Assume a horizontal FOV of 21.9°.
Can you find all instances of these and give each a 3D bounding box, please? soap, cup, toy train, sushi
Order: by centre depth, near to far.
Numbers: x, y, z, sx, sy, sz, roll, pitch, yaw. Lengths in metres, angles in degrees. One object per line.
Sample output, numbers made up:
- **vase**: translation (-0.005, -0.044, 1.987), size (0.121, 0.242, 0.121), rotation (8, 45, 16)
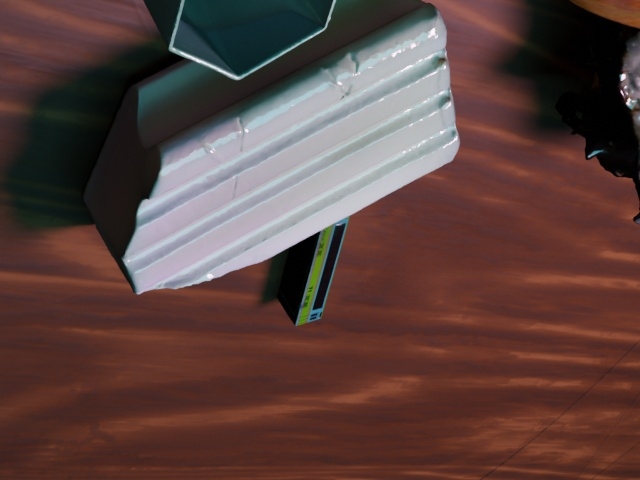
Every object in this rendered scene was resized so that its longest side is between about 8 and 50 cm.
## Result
- **cup**: translation (-0.099, -0.241, 1.189), size (0.148, 0.236, 0.134), rotation (-31, 146, -11)
- **soap**: translation (-0.048, -0.092, 1.517), size (0.347, 0.115, 0.208), rotation (-29, 144, -10)
- **sushi**: translation (0.360, -0.163, 1.719), size (0.234, 0.207, 0.348), rotation (-19, 137, 1)
- **toy train**: translation (0.000, 0.000, 1.731), size (0.042, 0.044, 0.209), rotation (-14, 141, -28)

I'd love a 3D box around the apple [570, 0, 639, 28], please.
- **apple**: translation (0.315, -0.367, 1.333), size (0.400, 0.334, 0.400), rotation (-7, 143, -5)
